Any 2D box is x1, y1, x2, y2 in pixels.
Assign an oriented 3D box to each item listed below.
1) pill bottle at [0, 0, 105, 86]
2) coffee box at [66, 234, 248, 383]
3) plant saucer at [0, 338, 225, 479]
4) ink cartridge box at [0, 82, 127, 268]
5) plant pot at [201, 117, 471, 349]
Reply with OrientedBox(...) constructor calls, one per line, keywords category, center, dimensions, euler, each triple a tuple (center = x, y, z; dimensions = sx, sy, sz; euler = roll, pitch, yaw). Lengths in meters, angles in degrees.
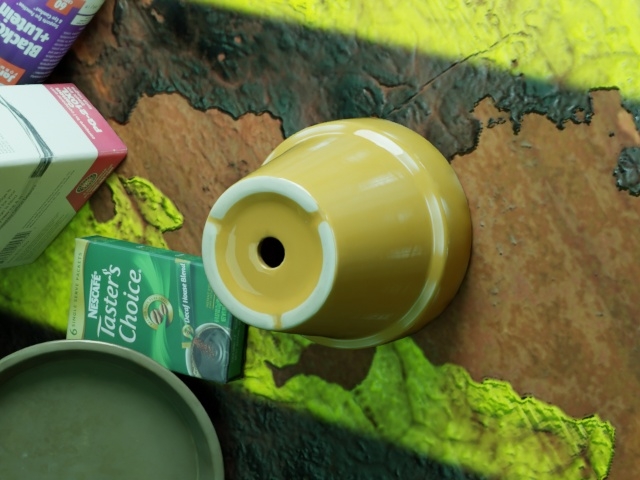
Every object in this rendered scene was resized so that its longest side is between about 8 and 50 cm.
OrientedBox(category="pill bottle", center=(-0.293, -0.203, 1.644), dimensions=(0.108, 0.108, 0.193), euler=(47, 114, 15))
OrientedBox(category="coffee box", center=(-0.155, 0.065, 1.640), dimensions=(0.184, 0.040, 0.113), euler=(13, 101, 25))
OrientedBox(category="plant saucer", center=(-0.229, 0.226, 1.634), dimensions=(0.278, 0.041, 0.278), euler=(-1, 100, -4))
OrientedBox(category="ink cartridge box", center=(-0.320, -0.054, 1.601), dimensions=(0.172, 0.237, 0.100), euler=(-46, 75, 23))
OrientedBox(category="plant pot", center=(0.000, 0.000, 1.470), dimensions=(0.205, 0.188, 0.205), euler=(3, 97, 27))
